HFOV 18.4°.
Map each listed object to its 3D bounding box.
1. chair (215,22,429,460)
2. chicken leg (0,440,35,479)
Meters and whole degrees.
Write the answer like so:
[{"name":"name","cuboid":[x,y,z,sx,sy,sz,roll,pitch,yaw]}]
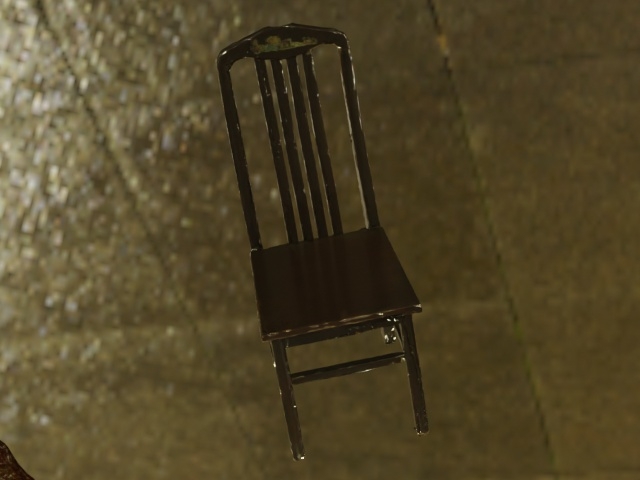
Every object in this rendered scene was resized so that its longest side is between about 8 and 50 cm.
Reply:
[{"name":"chair","cuboid":[0.000,0.000,1.043,0.084,0.101,0.212,-12,124,-4]},{"name":"chicken leg","cuboid":[-0.125,0.190,0.730,0.105,0.234,0.063,22,169,-11]}]
